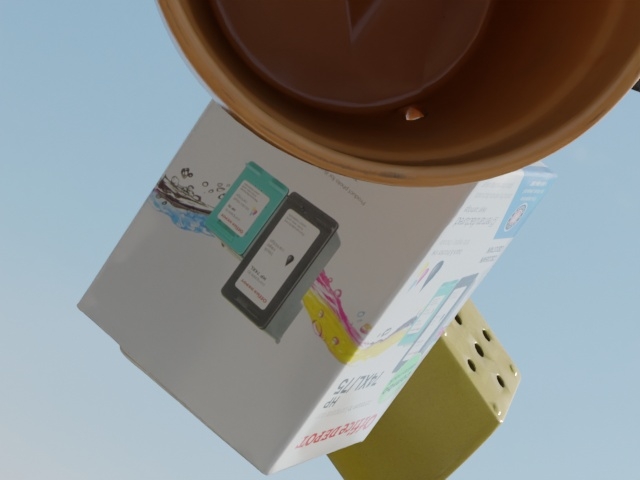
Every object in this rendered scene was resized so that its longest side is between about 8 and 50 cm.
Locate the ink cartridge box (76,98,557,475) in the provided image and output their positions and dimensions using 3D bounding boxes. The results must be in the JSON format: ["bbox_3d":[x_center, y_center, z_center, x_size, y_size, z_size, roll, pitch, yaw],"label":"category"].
[{"bbox_3d":[0.000,0.000,1.238,0.197,0.270,0.198,40,15,17],"label":"ink cartridge box"}]

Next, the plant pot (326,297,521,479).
[{"bbox_3d":[0.111,0.169,1.947,0.212,0.187,0.212,56,24,-7],"label":"plant pot"}]

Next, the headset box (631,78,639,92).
[{"bbox_3d":[0.218,-0.228,1.296,0.293,0.110,0.218,24,-20,19],"label":"headset box"}]

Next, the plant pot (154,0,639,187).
[{"bbox_3d":[0.034,-0.171,0.946,0.291,0.291,0.203,39,-7,-8],"label":"plant pot"}]
